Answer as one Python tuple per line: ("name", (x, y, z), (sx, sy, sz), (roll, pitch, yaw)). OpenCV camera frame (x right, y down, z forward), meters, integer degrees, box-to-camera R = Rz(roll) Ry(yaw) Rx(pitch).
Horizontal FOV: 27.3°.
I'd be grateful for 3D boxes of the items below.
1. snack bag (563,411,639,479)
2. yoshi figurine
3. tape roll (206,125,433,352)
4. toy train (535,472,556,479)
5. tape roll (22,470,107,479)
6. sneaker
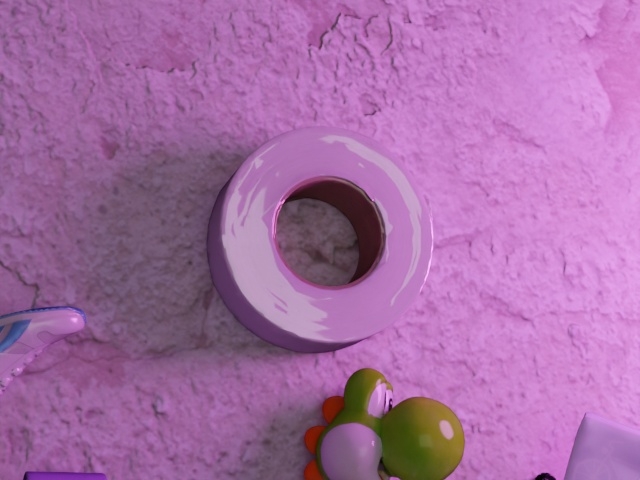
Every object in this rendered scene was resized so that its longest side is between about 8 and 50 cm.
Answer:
("snack bag", (0.429, 0.412, 1.661), (0.323, 0.037, 0.342), (15, 87, 9))
("yoshi figurine", (0.083, 0.334, 1.605), (0.203, 0.203, 0.362), (13, 70, -16))
("tape roll", (0.000, 0.000, 1.705), (0.286, 0.100, 0.286), (4, 76, -15))
("toy train", (0.280, 0.380, 1.731), (0.027, 0.036, 0.158), (22, 72, -10))
("tape roll", (-0.287, 0.391, 1.438), (0.090, 0.275, 0.275), (5, 76, -15))
("sneaker", (-0.386, 0.139, 1.576), (0.228, 0.087, 0.092), (-19, 90, -12))
